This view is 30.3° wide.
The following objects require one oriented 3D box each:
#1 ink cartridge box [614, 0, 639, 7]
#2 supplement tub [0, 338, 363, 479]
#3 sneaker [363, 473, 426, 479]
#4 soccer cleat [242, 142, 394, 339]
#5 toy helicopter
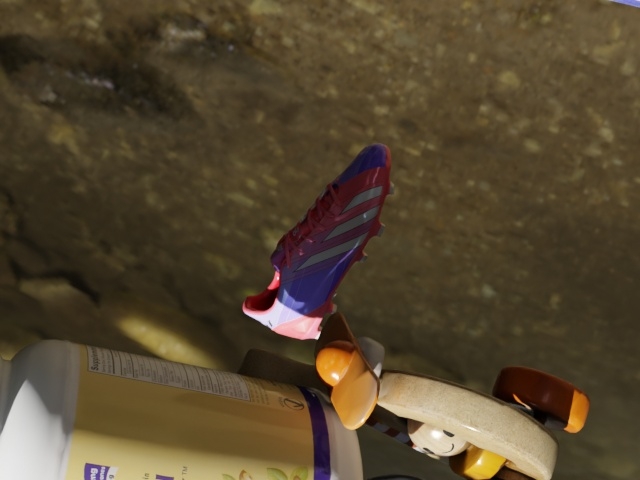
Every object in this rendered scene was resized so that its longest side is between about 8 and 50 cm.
[{"bbox_3d":[0.316,-0.158,0.449,0.303,0.072,0.307,3,166,-35],"label":"ink cartridge box"},{"bbox_3d":[-0.155,0.213,0.963,0.331,0.241,0.241,13,159,-17],"label":"supplement tub"},{"bbox_3d":[-0.035,0.224,0.682,0.262,0.099,0.121,-14,137,7],"label":"sneaker"},{"bbox_3d":[0.000,0.000,1.272,0.095,0.083,0.248,18,118,-14],"label":"soccer cleat"},{"bbox_3d":[0.042,0.143,1.044,0.355,0.140,0.235,7,159,46],"label":"toy helicopter"}]
